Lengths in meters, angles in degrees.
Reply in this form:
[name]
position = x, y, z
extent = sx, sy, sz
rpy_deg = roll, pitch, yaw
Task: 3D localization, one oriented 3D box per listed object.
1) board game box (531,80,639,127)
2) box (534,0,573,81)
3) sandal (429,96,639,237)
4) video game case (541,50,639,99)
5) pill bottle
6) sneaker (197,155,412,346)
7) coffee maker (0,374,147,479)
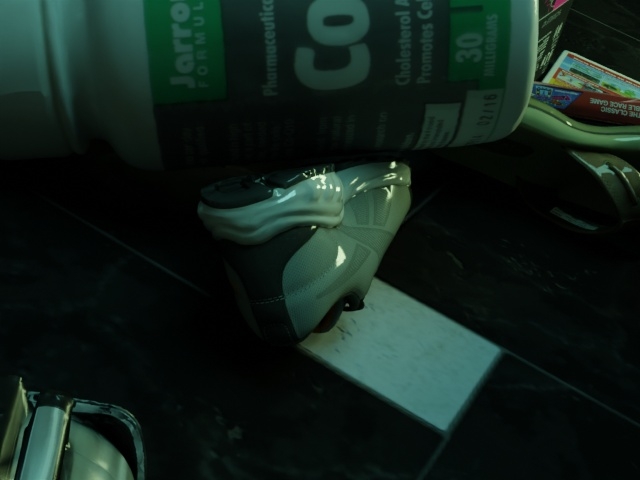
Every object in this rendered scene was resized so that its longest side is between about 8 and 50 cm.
[board game box]
position = 0.246, -0.109, 1.004
extent = 0.281, 0.027, 0.145
rpy_deg = 8, -5, -8
[box]
position = 0.176, -0.246, 1.159
extent = 0.142, 0.163, 0.247
rpy_deg = 26, 29, 15
[sandal]
position = 0.227, -0.048, 0.944
extent = 0.302, 0.120, 0.086
rpy_deg = 13, 59, -12
[video game case]
position = 0.340, -0.132, 1.215
extent = 0.204, 0.025, 0.285
rpy_deg = 26, 30, 10
[pill bottle]
position = -0.050, -0.154, 0.746
extent = 0.360, 0.204, 0.204
rpy_deg = -6, 34, -5
[sneaker]
position = 0.000, 0.000, 0.726
extent = 0.100, 0.108, 0.271
rpy_deg = -9, 6, 21
[coffee maker]
position = -0.151, 0.144, 0.381
extent = 0.171, 0.120, 0.178
rpy_deg = -9, 31, 2
